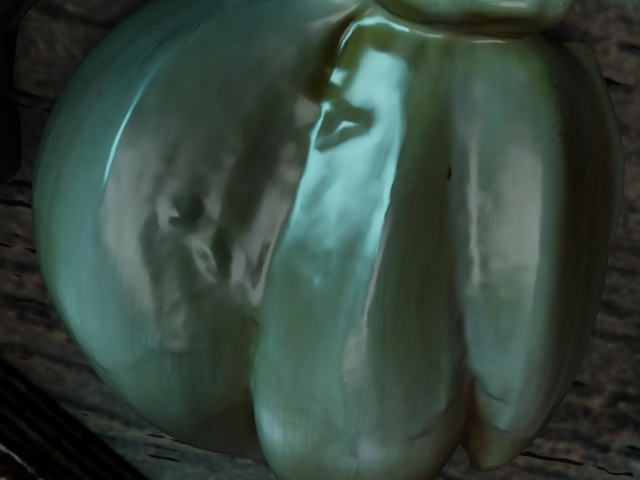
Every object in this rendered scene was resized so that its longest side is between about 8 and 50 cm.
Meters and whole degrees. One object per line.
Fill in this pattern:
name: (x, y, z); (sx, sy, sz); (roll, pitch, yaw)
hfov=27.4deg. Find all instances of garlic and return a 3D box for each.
garlic: (0.001, 0.000, 0.620); (0.279, 0.132, 0.325); (14, 108, 1)

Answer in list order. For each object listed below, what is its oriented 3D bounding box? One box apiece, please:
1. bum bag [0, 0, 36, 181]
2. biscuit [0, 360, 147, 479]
bum bag: (-0.171, -0.122, 0.577); (0.144, 0.095, 0.340); (30, 109, 3)
biscuit: (-0.139, 0.174, 0.720); (0.106, 0.070, 0.252); (-40, 110, 16)
